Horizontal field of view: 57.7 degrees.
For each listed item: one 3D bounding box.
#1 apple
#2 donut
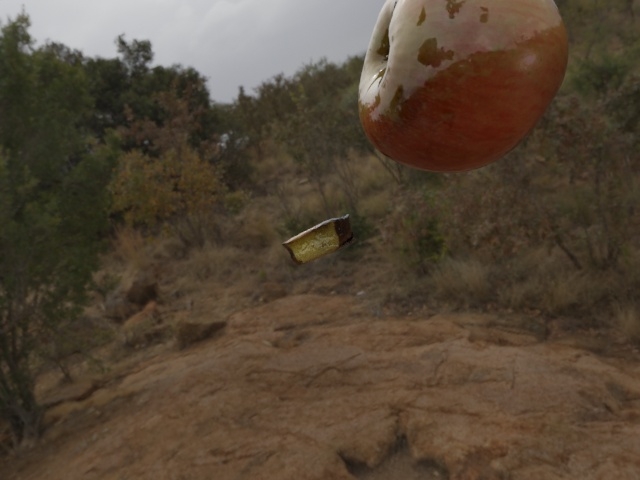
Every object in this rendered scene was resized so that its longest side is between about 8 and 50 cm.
[{"bbox_3d":[0.132,-0.167,0.563,0.164,0.209,0.209,10,6,-14],"label":"apple"},{"bbox_3d":[0.000,0.000,1.068,0.140,0.059,0.140,-23,-1,0],"label":"donut"}]
